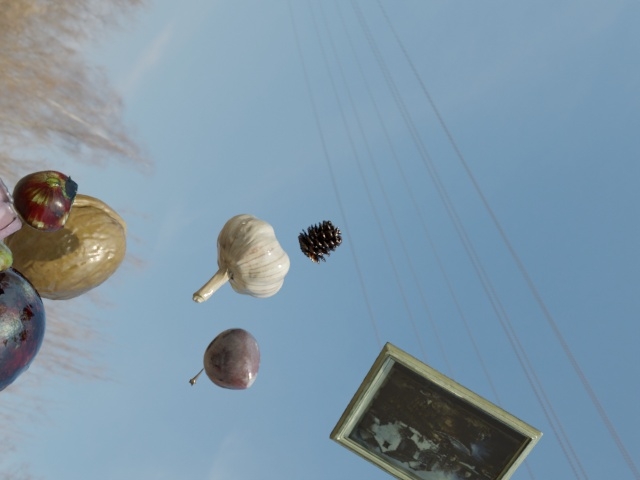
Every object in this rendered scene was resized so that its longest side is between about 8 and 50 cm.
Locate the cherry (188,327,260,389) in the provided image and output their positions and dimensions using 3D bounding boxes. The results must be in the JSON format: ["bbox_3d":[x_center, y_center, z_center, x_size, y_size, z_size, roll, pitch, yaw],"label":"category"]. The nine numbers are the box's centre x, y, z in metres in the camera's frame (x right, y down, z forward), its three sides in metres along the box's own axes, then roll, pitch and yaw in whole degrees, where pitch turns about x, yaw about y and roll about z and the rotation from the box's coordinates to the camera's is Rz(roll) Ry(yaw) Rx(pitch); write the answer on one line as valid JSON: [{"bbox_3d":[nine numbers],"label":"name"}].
[{"bbox_3d":[-0.199,0.273,1.514,0.188,0.115,0.148,-47,-119,4],"label":"cherry"}]

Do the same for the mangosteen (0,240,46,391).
[{"bbox_3d":[-0.688,0.133,1.373,0.306,0.306,0.359,35,-41,59],"label":"mangosteen"}]

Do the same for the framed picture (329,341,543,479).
[{"bbox_3d":[0.186,0.334,1.235,0.232,0.296,0.019,-63,173,24],"label":"framed picture"}]

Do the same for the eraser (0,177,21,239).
[{"bbox_3d":[-0.669,-0.048,1.064,0.359,0.272,0.122,-37,-146,-28],"label":"eraser"}]

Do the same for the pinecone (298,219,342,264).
[{"bbox_3d":[0.000,0.000,1.360,0.083,0.077,0.077,-40,-144,21],"label":"pinecone"}]

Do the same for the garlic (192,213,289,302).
[{"bbox_3d":[-0.193,0.062,1.586,0.226,0.199,0.199,-33,-159,-25],"label":"garlic"}]

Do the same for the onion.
[{"bbox_3d":[-0.506,-0.073,1.333,0.118,0.119,0.117,-47,-149,21],"label":"onion"}]

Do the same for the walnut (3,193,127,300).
[{"bbox_3d":[-0.695,0.015,2.013,0.333,0.333,0.332,-36,-142,35],"label":"walnut"}]
